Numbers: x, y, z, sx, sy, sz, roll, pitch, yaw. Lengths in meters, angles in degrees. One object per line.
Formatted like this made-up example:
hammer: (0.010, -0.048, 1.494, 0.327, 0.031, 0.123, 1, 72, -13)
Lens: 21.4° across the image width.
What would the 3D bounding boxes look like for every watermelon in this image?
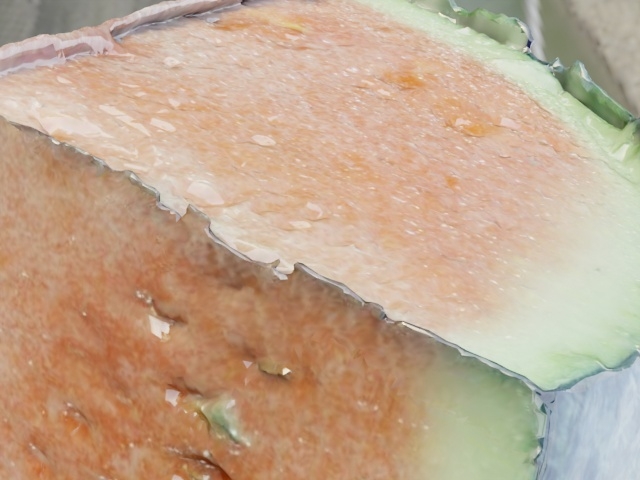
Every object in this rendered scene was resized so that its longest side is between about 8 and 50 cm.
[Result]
watermelon: (0.000, 0.000, 0.439, 0.226, 0.148, 0.318, 28, 34, -23)
